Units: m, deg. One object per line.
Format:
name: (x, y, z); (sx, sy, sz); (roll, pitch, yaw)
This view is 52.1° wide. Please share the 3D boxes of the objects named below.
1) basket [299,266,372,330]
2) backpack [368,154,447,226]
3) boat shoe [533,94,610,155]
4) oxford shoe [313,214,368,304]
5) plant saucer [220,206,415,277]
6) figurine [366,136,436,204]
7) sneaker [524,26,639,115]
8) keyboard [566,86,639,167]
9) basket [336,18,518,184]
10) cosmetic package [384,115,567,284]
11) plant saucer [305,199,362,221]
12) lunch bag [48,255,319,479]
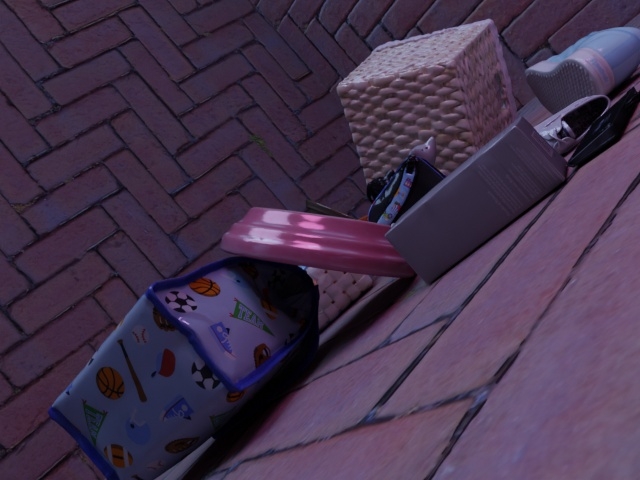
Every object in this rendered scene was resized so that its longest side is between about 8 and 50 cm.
basket: (-0.013, 0.078, 1.514); (0.255, 0.201, 0.289); (-42, 9, -8)
backpack: (0.186, -0.057, 1.263); (0.173, 0.158, 0.117); (-53, -12, 13)
boat shoe: (0.371, -0.163, 1.011); (0.184, 0.066, 0.063); (-31, -2, -6)
oxford shoe: (0.084, 0.051, 1.806); (0.363, 0.130, 0.133); (-41, -7, -32)
plant saucer: (0.000, 0.000, 1.114); (0.332, 0.332, 0.084); (64, -146, -90)
figurine: (0.187, -0.095, 1.400); (0.215, 0.092, 0.209); (-40, -43, -23)
sneaker: (0.527, -0.332, 1.288); (0.150, 0.135, 0.366); (-33, 9, 4)
keyboard: (0.390, -0.158, 0.868); (0.180, 0.023, 0.108); (-42, -6, -49)
basket: (0.256, -0.300, 1.550); (0.331, 0.328, 0.266); (-2, 29, 38)
cosmetic package: (0.215, -0.056, 0.914); (0.238, 0.107, 0.127); (-44, -2, 28)
plant saucer: (0.084, -0.032, 1.637); (0.278, 0.278, 0.041); (51, -117, -90)
lunch bag: (-0.188, 0.201, 1.108); (0.328, 0.239, 0.385); (-44, -6, 24)
